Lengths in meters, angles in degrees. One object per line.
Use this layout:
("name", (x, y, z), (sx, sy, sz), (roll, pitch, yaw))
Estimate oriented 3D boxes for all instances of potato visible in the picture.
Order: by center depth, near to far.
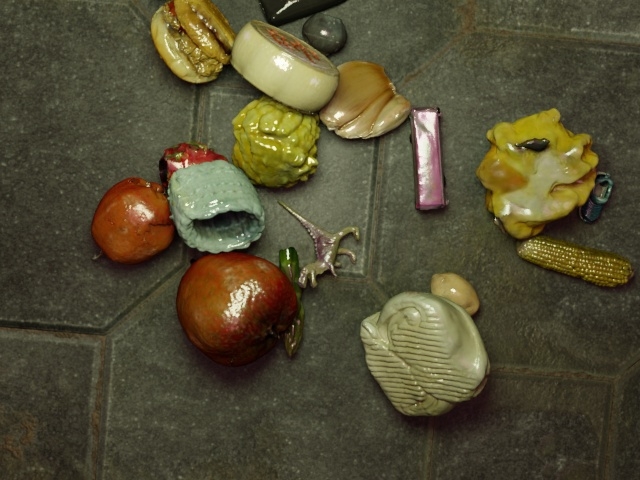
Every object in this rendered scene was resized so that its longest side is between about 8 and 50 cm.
("potato", (0.359, 0.146, 1.773), (0.147, 0.112, 0.112), (41, 91, -9))

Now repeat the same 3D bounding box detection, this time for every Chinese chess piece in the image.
("Chinese chess piece", (-0.084, -0.418, 1.597), (0.270, 0.270, 0.112), (32, 113, -2))

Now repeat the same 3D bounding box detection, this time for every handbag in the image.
("handbag", (-0.059, -0.704, 1.740), (0.246, 0.080, 0.223), (-20, 92, -1))

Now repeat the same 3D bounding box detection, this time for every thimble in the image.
("thimble", (-0.256, -0.077, 1.620), (0.205, 0.250, 0.172), (-41, 54, 23))

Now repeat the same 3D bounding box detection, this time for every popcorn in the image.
("popcorn", (-0.107, -0.255, 1.686), (0.249, 0.249, 0.225), (24, 58, -2))
("popcorn", (0.539, -0.182, 1.699), (0.297, 0.281, 0.316), (44, 126, -4))

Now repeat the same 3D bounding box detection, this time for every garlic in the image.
("garlic", (0.096, -0.359, 1.749), (0.228, 0.110, 0.217), (-30, 81, -10))

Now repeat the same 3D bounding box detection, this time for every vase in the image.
("vase", (0.000, -0.497, 1.742), (0.120, 0.120, 0.183), (15, 108, -2))

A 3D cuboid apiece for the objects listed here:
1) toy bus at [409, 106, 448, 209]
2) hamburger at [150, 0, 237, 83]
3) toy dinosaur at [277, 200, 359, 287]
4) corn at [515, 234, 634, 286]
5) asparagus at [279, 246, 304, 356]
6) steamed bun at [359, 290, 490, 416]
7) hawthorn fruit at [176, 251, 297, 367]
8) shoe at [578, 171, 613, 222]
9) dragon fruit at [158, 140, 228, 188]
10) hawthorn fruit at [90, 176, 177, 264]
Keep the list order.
("toy bus", (0.285, -0.219, 1.756), (0.090, 0.112, 0.274), (-5, 93, 7))
("hamburger", (-0.315, -0.514, 1.678), (0.163, 0.244, 0.244), (-38, 93, 16))
("toy dinosaur", (0.001, 0.000, 1.769), (0.199, 0.072, 0.252), (-5, 80, -13))
("corn", (0.684, 0.052, 1.783), (0.319, 0.097, 0.097), (16, 92, 0))
("asparagus", (-0.080, 0.165, 1.778), (0.080, 0.080, 0.287), (-3, 80, -1))
("steamed bun", (0.279, 0.272, 1.715), (0.309, 0.219, 0.324), (-38, 88, 39))
("hawthorn fruit", (-0.233, 0.143, 1.681), (0.285, 0.284, 0.369), (-52, 50, 1))
("shoe", (0.745, -0.114, 1.785), (0.063, 0.071, 0.143), (19, 97, -1))
("dragon fruit", (-0.323, -0.177, 1.724), (0.171, 0.160, 0.167), (-6, 51, -4))
("hawthorn fruit", (-0.496, -0.029, 1.711), (0.299, 0.211, 0.211), (-39, 93, 18))
